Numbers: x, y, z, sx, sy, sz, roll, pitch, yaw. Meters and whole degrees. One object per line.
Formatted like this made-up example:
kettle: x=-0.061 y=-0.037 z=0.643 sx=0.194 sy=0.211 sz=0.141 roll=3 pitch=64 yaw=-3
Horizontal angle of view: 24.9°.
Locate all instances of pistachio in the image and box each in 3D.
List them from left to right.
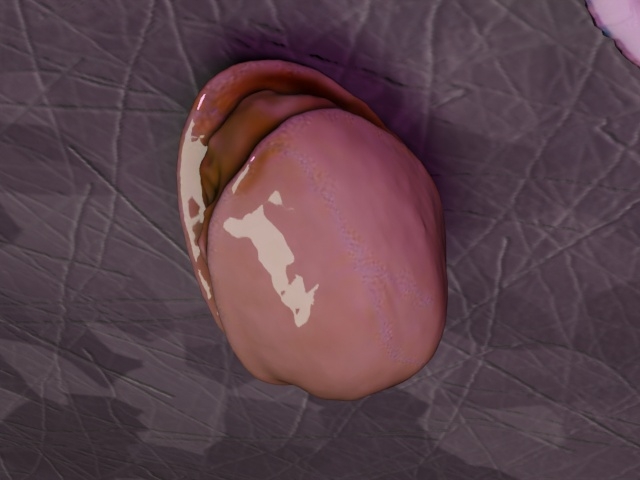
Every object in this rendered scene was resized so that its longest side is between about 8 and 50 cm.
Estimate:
pistachio: x=0.000 y=0.000 z=0.780 sx=0.144 sy=0.144 sz=0.215 roll=0 pitch=139 yaw=21

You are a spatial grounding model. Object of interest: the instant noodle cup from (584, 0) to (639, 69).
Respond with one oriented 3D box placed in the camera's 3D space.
instant noodle cup: x=0.169 y=-0.160 z=0.373 sx=0.243 sy=0.231 sz=0.243 roll=10 pitch=149 yaw=6
